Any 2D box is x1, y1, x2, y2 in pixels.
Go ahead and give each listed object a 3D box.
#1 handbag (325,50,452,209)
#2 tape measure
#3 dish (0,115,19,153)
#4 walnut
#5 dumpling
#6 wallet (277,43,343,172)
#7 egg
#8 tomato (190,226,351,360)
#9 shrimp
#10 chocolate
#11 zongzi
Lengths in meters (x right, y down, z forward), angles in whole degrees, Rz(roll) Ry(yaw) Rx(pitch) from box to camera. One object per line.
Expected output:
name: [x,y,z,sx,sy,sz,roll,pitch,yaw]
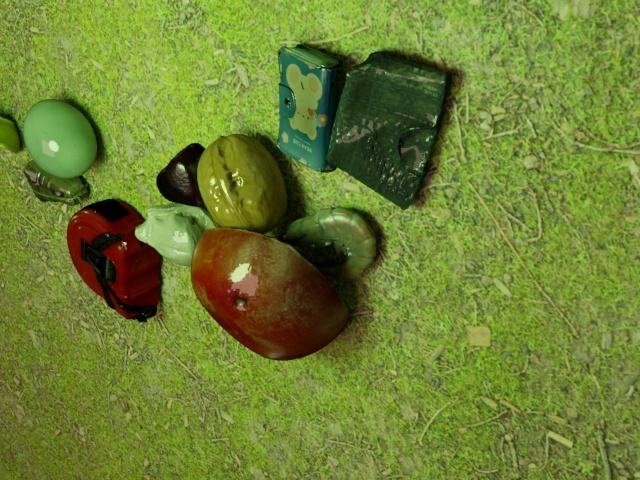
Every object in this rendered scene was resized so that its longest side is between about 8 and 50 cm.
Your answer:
handbag: [0.112,-0.187,1.603,0.175,0.088,0.270,29,131,17]
tape measure: [-0.480,0.034,2.257,0.260,0.114,0.253,30,130,28]
dish: [-0.813,-0.275,2.399,0.207,0.148,0.080,18,88,44]
walnut: [-0.150,-0.103,1.839,0.159,0.159,0.207,-23,89,48]
dumpling: [-0.292,-0.016,2.056,0.199,0.118,0.136,16,116,-2]
wallet: [-0.020,-0.235,1.697,0.141,0.059,0.202,31,132,40]
egg: [-0.584,-0.228,2.177,0.192,0.149,0.149,53,138,10]
tomato: [-0.120,0.123,1.855,0.338,0.144,0.338,26,154,14]
shrimp: [0.010,0.013,1.827,0.254,0.059,0.145,-22,107,43]
chocolate: [-0.284,-0.119,2.010,0.148,0.080,0.125,-30,90,46]
zongzi: [-0.621,-0.104,2.356,0.189,0.081,0.178,30,150,15]
